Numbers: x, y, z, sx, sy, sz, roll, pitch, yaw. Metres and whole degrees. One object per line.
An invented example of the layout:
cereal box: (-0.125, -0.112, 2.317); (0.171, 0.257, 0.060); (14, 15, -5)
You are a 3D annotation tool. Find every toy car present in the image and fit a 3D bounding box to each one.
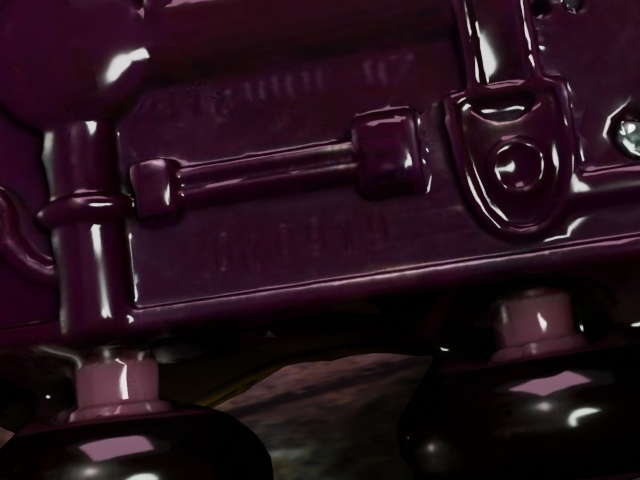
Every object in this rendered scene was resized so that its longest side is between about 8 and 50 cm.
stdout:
toy car: (0.005, -0.045, 0.459); (0.340, 0.271, 0.240); (-7, -10, 6)
